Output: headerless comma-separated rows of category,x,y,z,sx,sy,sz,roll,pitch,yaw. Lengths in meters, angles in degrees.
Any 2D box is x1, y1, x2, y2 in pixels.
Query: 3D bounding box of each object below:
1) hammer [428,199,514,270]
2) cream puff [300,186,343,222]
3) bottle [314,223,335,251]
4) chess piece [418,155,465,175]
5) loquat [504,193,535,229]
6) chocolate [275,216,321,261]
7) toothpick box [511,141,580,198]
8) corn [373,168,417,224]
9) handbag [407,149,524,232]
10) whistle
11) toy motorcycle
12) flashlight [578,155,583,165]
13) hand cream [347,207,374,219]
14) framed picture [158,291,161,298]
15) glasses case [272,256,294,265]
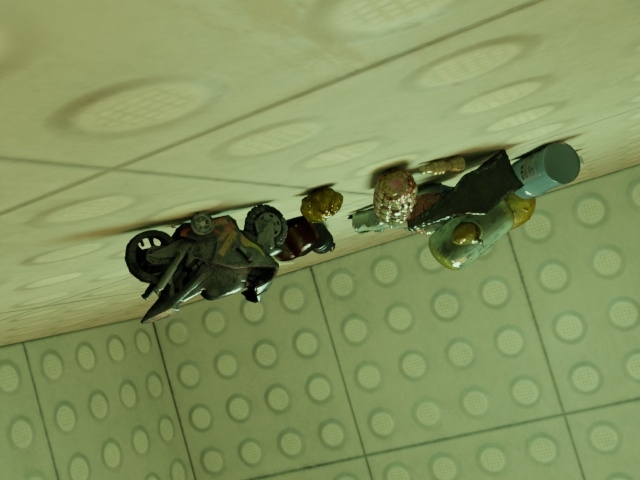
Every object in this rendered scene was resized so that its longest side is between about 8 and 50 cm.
hammer,0.317,-0.019,1.651,0.202,0.113,0.305,-44,172,10
cream puff,0.004,-0.065,1.435,0.083,0.058,0.083,-19,177,15
bottle,0.000,0.000,2.109,0.082,0.072,0.244,25,179,4
chess piece,0.230,-0.140,1.496,0.092,0.035,0.035,-10,174,-22
loquat,0.531,-0.106,2.240,0.172,0.149,0.204,-23,-176,23
chocolate,-0.057,0.003,1.827,0.149,0.080,0.125,-30,171,35
toothpick box,0.516,-0.161,1.804,0.101,0.101,0.153,-15,174,-20
corn,0.143,-0.088,1.524,0.092,0.092,0.280,-16,171,3
handbag,0.300,-0.096,1.612,0.175,0.088,0.270,-25,-176,44
whistle,0.228,-0.062,1.894,0.346,0.133,0.142,-9,166,38
toy motorcycle,-0.181,0.039,1.343,0.307,0.173,0.108,-15,177,-29
flashlight,0.654,-0.203,2.139,0.093,0.047,0.200,-16,178,0
hand cream,0.131,-0.072,2.037,0.122,0.023,0.036,-14,180,19
framed picture,-0.278,0.066,1.909,0.213,0.016,0.289,-14,162,-26
glasses case,-0.247,0.075,2.154,0.337,0.076,0.144,-17,176,13
